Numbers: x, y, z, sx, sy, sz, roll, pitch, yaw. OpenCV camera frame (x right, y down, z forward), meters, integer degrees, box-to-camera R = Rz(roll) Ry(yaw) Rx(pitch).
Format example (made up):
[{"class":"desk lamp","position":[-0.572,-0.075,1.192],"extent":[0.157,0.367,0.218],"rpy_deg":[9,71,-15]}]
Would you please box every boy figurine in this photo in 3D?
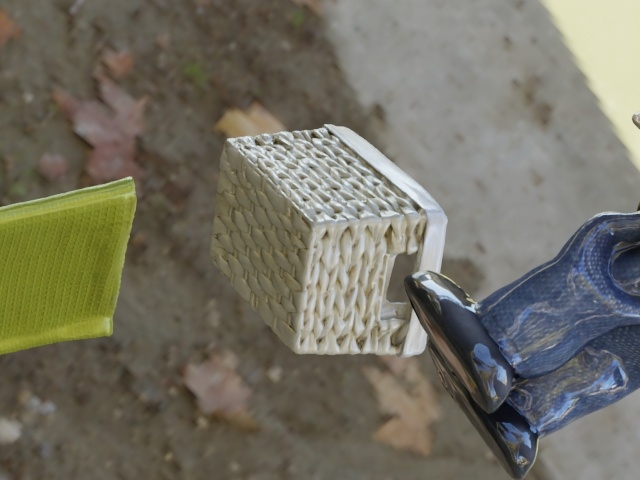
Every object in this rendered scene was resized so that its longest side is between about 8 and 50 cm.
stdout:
[{"class":"boy figurine","position":[0.182,-0.008,0.877],"extent":[0.092,0.285,0.177],"rpy_deg":[55,-5,43]}]

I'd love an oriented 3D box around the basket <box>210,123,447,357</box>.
[{"class":"basket","position":[0.000,0.000,1.350],"extent":[0.103,0.113,0.167],"rpy_deg":[-4,26,-26]}]

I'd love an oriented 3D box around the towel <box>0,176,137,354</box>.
[{"class":"towel","position":[-0.187,0.033,0.747],"extent":[0.237,0.102,0.021],"rpy_deg":[-14,61,-23]}]
